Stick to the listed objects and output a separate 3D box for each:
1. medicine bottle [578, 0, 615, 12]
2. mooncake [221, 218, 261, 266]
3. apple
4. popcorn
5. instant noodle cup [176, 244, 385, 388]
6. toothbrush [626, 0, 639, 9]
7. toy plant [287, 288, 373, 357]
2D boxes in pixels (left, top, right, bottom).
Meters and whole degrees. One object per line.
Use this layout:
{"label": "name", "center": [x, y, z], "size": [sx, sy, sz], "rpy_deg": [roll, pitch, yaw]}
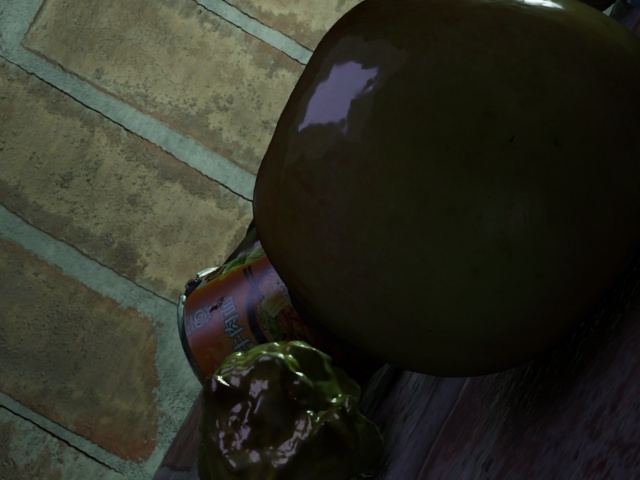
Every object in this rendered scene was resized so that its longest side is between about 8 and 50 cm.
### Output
{"label": "medicine bottle", "center": [0.276, -0.327, 1.515], "size": [0.157, 0.157, 0.289], "rpy_deg": [-64, 8, -29]}
{"label": "mooncake", "center": [0.000, 0.000, 1.932], "size": [0.378, 0.200, 0.378], "rpy_deg": [-57, 8, 13]}
{"label": "apple", "center": [0.102, -0.056, 1.141], "size": [0.319, 0.277, 0.319], "rpy_deg": [-59, 6, 10]}
{"label": "popcorn", "center": [-0.033, 0.196, 1.478], "size": [0.185, 0.167, 0.187], "rpy_deg": [50, 135, 51]}
{"label": "instant noodle cup", "center": [-0.015, 0.087, 1.630], "size": [0.182, 0.230, 0.230], "rpy_deg": [-36, 19, 32]}
{"label": "toothbrush", "center": [0.326, -0.307, 1.334], "size": [0.022, 0.026, 0.263], "rpy_deg": [-51, -17, -37]}
{"label": "toy plant", "center": [0.108, -0.052, 1.519], "size": [0.400, 0.185, 0.279], "rpy_deg": [-56, -24, -45]}
